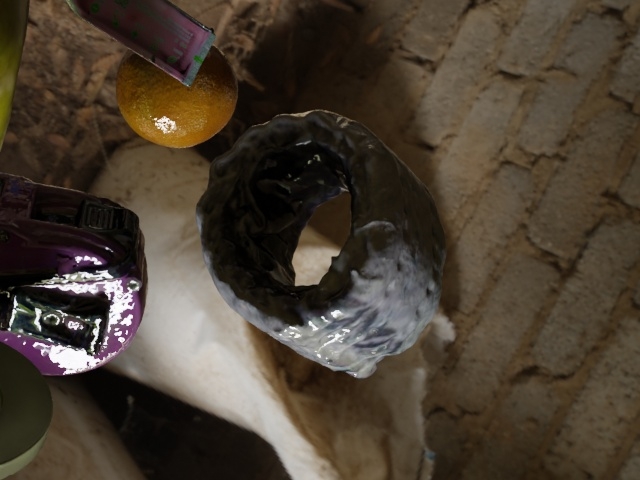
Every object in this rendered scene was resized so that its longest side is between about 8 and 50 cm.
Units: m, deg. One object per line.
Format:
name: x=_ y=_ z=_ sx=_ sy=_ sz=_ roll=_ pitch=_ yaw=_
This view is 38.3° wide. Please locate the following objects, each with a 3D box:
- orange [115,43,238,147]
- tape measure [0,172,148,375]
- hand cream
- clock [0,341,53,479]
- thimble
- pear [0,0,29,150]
orange: x=-0.233 y=-0.247 z=1.506 sx=0.206 sy=0.206 sz=0.206 roll=-29 pitch=132 yaw=-37
tape measure: x=-0.329 y=0.048 z=1.094 sx=0.245 sy=0.149 sz=0.231 roll=8 pitch=124 yaw=-15
hand cream: x=-0.251 y=-0.300 z=1.185 sx=0.079 sy=0.050 sz=0.275 roll=-44 pitch=135 yaw=18
clock: x=-0.387 y=0.162 z=0.920 sx=0.235 sy=0.235 sz=0.029 roll=-7 pitch=127 yaw=-48
thimble: x=0.000 y=0.000 z=0.891 sx=0.217 sy=0.245 sz=0.157 roll=-30 pitch=146 yaw=17
pear: x=-0.287 y=-0.133 z=0.379 sx=0.287 sy=0.375 sz=0.287 roll=-46 pitch=175 yaw=-6
